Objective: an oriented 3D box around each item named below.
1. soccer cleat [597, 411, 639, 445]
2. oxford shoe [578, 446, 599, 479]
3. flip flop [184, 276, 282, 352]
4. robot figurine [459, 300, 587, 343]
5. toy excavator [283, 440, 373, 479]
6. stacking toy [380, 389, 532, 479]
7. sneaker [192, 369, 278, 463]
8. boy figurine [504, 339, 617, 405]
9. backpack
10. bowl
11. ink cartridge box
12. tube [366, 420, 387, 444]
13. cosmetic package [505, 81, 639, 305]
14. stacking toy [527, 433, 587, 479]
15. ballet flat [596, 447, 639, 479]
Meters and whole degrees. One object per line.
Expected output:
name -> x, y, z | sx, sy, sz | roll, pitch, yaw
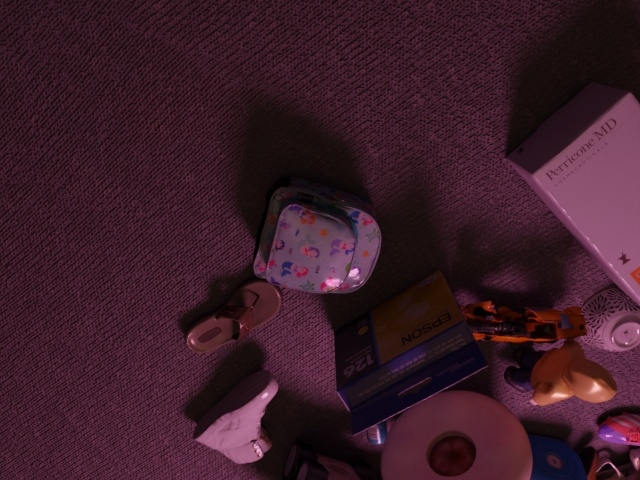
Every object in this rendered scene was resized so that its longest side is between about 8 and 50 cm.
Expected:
soccer cleat -> 0.847, 0.501, 1.408 | 0.247, 0.095, 0.083 | 2, 113, -2
oxford shoe -> 0.688, 0.644, 1.420 | 0.075, 0.076, 0.213 | 24, 76, -1
flip flop -> -0.203, 0.187, 1.273 | 0.277, 0.080, 0.112 | -32, 109, 12
robot figurine -> 0.424, 0.186, 1.232 | 0.290, 0.211, 0.085 | 4, 77, -11
toy excavator -> -0.037, 0.767, 1.420 | 0.222, 0.433, 0.446 | 21, 83, -9
stacking toy -> 0.379, 0.645, 1.365 | 0.350, 0.351, 0.480 | -22, 122, 8
sneaker -> -0.167, 0.450, 1.376 | 0.169, 0.108, 0.292 | 40, 116, -17
boy figurine -> 0.534, 0.291, 1.220 | 0.092, 0.285, 0.177 | 38, 73, -7
backpack -> 0.000, 0.000, 1.150 | 0.253, 0.191, 0.225 | 13, 111, -12
bowl -> 0.705, 0.204, 1.293 | 0.169, 0.080, 0.170 | 0, 113, 0
ink cartridge box -> 0.168, 0.225, 1.171 | 0.303, 0.307, 0.072 | -32, 108, 11
tube -> 0.134, 0.416, 1.393 | 0.080, 0.052, 0.207 | -8, 107, -3
cosmetic package -> 0.630, -0.076, 1.133 | 0.453, 0.161, 0.230 | 42, 106, -15
stacking toy -> 0.561, 0.676, 1.462 | 0.165, 0.175, 0.302 | 12, 123, -3
ballet flat -> 0.817, 0.631, 1.455 | 0.399, 0.139, 0.139 | -24, 111, 10
